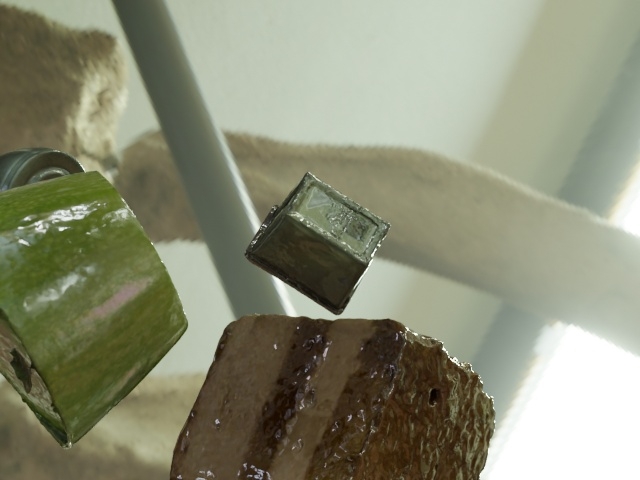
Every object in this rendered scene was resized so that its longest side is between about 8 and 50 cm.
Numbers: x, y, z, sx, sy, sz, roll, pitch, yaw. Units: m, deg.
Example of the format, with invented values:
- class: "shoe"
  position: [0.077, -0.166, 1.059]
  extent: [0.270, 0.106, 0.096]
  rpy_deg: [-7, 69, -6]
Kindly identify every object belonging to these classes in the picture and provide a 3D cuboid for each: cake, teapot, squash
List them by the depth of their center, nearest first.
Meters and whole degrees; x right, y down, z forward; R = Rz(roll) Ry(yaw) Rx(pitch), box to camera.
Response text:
- class: "squash"
  position: [-0.162, 0.036, 1.015]
  extent: [0.123, 0.170, 0.170]
  rpy_deg: [-30, -51, -15]
- class: "teapot"
  position: [-0.271, -0.040, 1.419]
  extent: [0.124, 0.091, 0.092]
  rpy_deg: [11, -90, -50]
- class: "cake"
  position: [-0.006, 0.191, 1.571]
  extent: [0.196, 0.293, 0.199]
  rpy_deg: [40, -118, -43]

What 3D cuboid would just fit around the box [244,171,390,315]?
- class: "box"
  position: [0.000, 0.000, 1.185]
  extent: [0.084, 0.060, 0.063]
  rpy_deg: [33, -39, -2]
